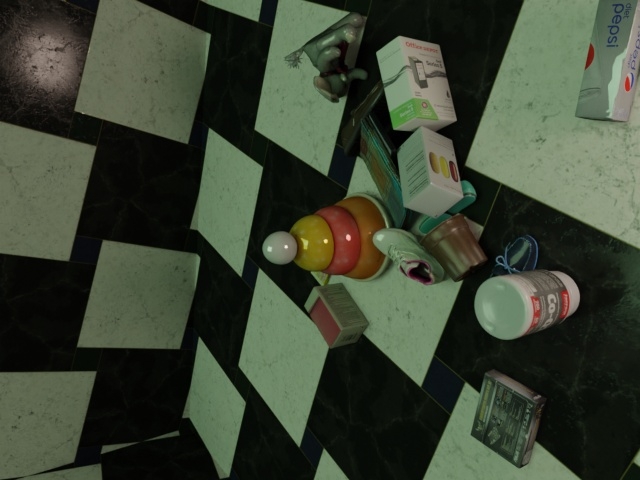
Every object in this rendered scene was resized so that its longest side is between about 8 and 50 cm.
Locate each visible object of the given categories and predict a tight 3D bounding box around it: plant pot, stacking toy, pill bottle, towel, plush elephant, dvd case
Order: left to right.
[{"bbox_3d":[0.000,0.000,1.939,0.350,0.479,0.351,7,99,51],"label":"stacking toy"},{"bbox_3d":[0.058,-0.661,2.007,0.329,0.255,0.272,-26,26,18],"label":"plush elephant"},{"bbox_3d":[0.218,-0.316,1.882,0.253,0.022,0.180,81,166,-64],"label":"dvd case"},{"bbox_3d":[0.225,-0.222,1.865,0.271,0.040,0.370,83,164,-69],"label":"towel"},{"bbox_3d":[0.430,0.030,1.660,0.165,0.167,0.167,57,135,20],"label":"plant pot"},{"bbox_3d":[0.556,0.161,1.396,0.161,0.283,0.161,7,99,51],"label":"pill bottle"}]

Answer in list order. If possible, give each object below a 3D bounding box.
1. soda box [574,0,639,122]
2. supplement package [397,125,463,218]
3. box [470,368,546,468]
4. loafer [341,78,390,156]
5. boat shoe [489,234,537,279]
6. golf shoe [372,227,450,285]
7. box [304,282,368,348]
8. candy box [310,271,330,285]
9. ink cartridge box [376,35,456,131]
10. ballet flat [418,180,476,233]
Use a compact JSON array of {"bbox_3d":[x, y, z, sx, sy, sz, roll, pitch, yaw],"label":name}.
[{"bbox_3d":[0.714,-0.438,1.282,0.098,0.091,0.287,23,112,49],"label":"soda box"},{"bbox_3d":[0.346,-0.216,1.682,0.134,0.139,0.244,-44,37,45],"label":"supplement package"},{"bbox_3d":[0.568,0.541,1.608,0.183,0.056,0.231,25,113,49],"label":"box"},{"bbox_3d":[0.168,-0.472,1.950,0.366,0.133,0.130,-51,55,42],"label":"loafer"},{"bbox_3d":[0.556,0.107,1.549,0.109,0.089,0.258,37,122,44],"label":"boat shoe"},{"bbox_3d":[0.294,0.052,1.788,0.306,0.140,0.115,29,123,27],"label":"golf shoe"},{"bbox_3d":[0.062,0.305,2.163,0.232,0.148,0.127,55,134,34],"label":"box"},{"bbox_3d":[0.023,0.092,2.290,0.105,0.027,0.206,47,129,36],"label":"candy box"},{"bbox_3d":[0.311,-0.501,1.709,0.114,0.198,0.273,-20,78,51],"label":"ink cartridge box"},{"bbox_3d":[0.414,-0.114,1.732,0.247,0.083,0.087,-44,36,45],"label":"ballet flat"}]
